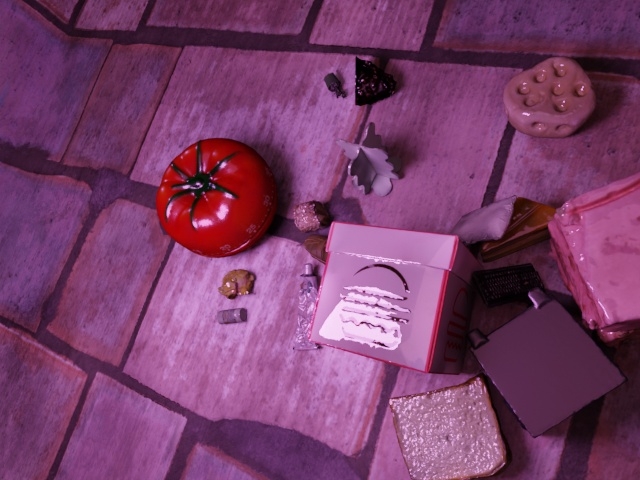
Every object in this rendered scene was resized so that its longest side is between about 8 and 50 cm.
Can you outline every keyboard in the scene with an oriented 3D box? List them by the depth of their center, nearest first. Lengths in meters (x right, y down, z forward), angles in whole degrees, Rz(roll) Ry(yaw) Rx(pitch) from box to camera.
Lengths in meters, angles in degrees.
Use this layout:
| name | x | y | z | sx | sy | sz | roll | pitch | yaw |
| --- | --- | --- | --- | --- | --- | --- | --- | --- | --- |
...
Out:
| name | x | y | z | sx | sy | sz | roll | pitch | yaw |
| --- | --- | --- | --- | --- | --- | --- | --- | --- | --- |
| keyboard | 0.461 | 0.103 | 1.119 | 0.025 | 0.230 | 0.093 | -45 | 58 | 50 |

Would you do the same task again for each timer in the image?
| name | x | y | z | sx | sy | sz | roll | pitch | yaw |
| --- | --- | --- | --- | --- | --- | --- | --- | --- | --- |
| timer | -0.320 | -0.132 | 1.459 | 0.378 | 0.279 | 0.378 | -7 | 69 | 20 |

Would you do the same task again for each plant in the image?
| name | x | y | z | sx | sy | sz | roll | pitch | yaw |
| --- | --- | --- | --- | --- | --- | --- | --- | --- | --- |
| plant | 0.053 | -0.514 | 1.554 | 0.051 | 0.051 | 0.102 | -33 | 79 | 10 |

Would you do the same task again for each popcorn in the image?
| name | x | y | z | sx | sy | sz | roll | pitch | yaw |
| --- | --- | --- | --- | --- | --- | --- | --- | --- | --- |
| popcorn | -0.269 | 0.136 | 1.466 | 0.109 | 0.089 | 0.097 | -49 | 27 | -8 |

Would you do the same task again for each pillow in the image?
| name | x | y | z | sx | sy | sz | roll | pitch | yaw |
| --- | --- | --- | --- | --- | --- | --- | --- | --- | --- |
| pillow | 0.406 | -0.040 | 1.176 | 0.051 | 0.229 | 0.128 | 33 | 73 | -10 |

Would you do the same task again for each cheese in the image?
| name | x | y | z | sx | sy | sz | roll | pitch | yaw |
| --- | --- | --- | --- | --- | --- | --- | --- | --- | --- |
| cheese | 0.619 | -0.383 | 1.244 | 0.235 | 0.117 | 0.218 | 35 | 88 | 28 |

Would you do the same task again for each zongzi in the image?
| name | x | y | z | sx | sy | sz | roll | pitch | yaw |
| --- | --- | --- | --- | --- | --- | --- | --- | --- | --- |
| zongzi | 0.000 | 0.000 | 1.344 | 0.189 | 0.178 | 0.081 | 31 | 70 | 27 |

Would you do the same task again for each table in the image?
| name | x | y | z | sx | sy | sz | roll | pitch | yaw |
| --- | --- | --- | --- | --- | --- | --- | --- | --- | --- |
| table | 0.141 | -0.234 | 1.345 | 0.167 | 0.198 | 0.166 | -6 | 72 | 20 |

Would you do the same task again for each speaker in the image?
| name | x | y | z | sx | sy | sz | roll | pitch | yaw |
| --- | --- | --- | --- | --- | --- | --- | --- | --- | --- |
| speaker | 0.496 | 0.278 | 1.055 | 0.232 | 0.184 | 0.254 | -37 | 61 | 8 |

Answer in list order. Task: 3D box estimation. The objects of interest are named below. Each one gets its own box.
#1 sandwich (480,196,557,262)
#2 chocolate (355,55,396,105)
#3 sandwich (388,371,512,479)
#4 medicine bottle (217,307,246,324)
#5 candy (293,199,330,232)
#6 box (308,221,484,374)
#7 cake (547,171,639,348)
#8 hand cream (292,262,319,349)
| name | x | y | z | sx | sy | sz | roll | pitch | yaw |
| --- | --- | --- | --- | --- | --- | --- | --- | --- | --- |
| sandwich | 0.518 | 0.000 | 1.165 | 0.144 | 0.117 | 0.187 | 33 | 87 | 30 |
| chocolate | 0.175 | -0.501 | 1.467 | 0.133 | 0.156 | 0.156 | 2 | 74 | 3 |
| sandwich | 0.316 | 0.464 | 1.122 | 0.251 | 0.087 | 0.226 | -22 | 65 | 18 |
| medicine bottle | -0.280 | 0.239 | 1.456 | 0.083 | 0.047 | 0.047 | -10 | 71 | 19 |
| candy | -0.030 | -0.076 | 1.433 | 0.110 | 0.085 | 0.095 | -20 | 74 | 26 |
| box | 0.194 | 0.147 | 1.134 | 0.314 | 0.312 | 0.300 | 8 | 80 | 31 |
| cake | 0.673 | 0.047 | 0.983 | 0.293 | 0.307 | 0.314 | -21 | 67 | 17 |
| hand cream | -0.039 | 0.196 | 1.373 | 0.084 | 0.050 | 0.257 | -5 | 78 | 23 |
